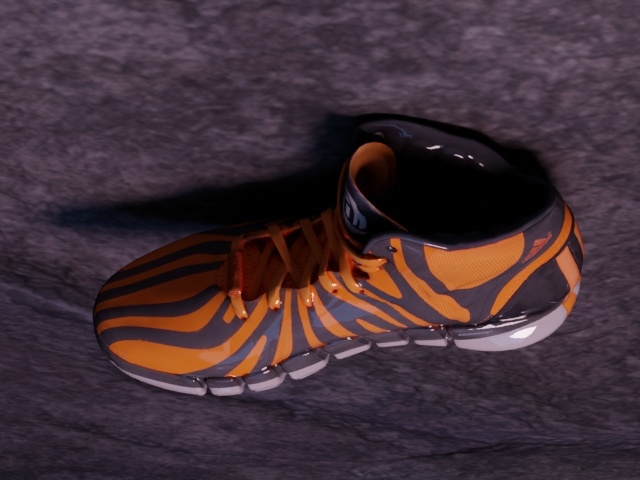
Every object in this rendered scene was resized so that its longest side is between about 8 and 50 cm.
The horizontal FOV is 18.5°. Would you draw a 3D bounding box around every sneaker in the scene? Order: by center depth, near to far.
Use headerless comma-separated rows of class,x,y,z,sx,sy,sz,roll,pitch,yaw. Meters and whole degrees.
sneaker,0.000,0.000,1.223,0.321,0.125,0.180,-10,152,5
